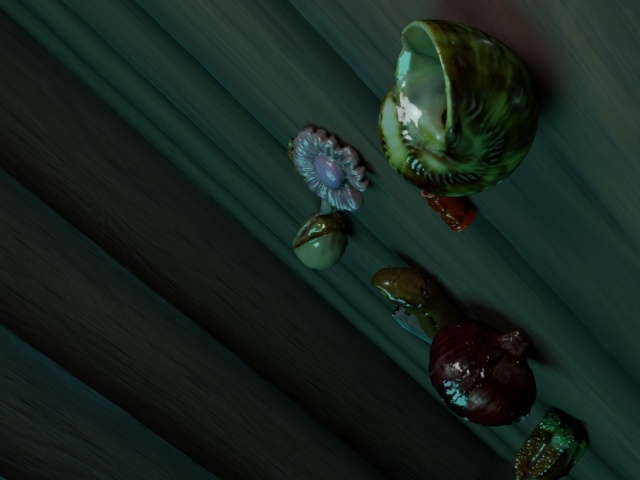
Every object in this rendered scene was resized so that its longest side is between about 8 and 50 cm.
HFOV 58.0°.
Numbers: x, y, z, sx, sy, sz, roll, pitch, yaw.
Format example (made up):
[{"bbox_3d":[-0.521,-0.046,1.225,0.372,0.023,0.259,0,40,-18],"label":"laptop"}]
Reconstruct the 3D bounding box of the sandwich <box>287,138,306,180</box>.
[{"bbox_3d":[-0.033,-0.159,1.217,0.067,0.029,0.135,41,172,26],"label":"sandwich"}]

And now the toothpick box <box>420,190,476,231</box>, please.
[{"bbox_3d":[0.190,-0.053,0.850,0.083,0.047,0.047,44,168,-23],"label":"toothpick box"}]

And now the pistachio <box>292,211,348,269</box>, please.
[{"bbox_3d":[0.000,0.000,1.453,0.144,0.144,0.215,37,159,12],"label":"pistachio"}]

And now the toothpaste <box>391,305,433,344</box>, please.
[{"bbox_3d":[0.331,0.261,1.587,0.313,0.071,0.089,26,165,49],"label":"toothpaste"}]

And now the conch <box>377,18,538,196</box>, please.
[{"bbox_3d":[0.129,-0.132,0.567,0.181,0.124,0.187,39,150,58],"label":"conch"}]

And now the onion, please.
[{"bbox_3d":[0.353,0.269,1.227,0.252,0.219,0.252,26,-144,-21],"label":"onion"}]

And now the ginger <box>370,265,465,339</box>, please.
[{"bbox_3d":[0.253,0.161,1.358,0.309,0.107,0.133,40,156,-24],"label":"ginger"}]

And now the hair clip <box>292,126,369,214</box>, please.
[{"bbox_3d":[0.018,-0.111,1.130,0.173,0.069,0.300,38,169,11],"label":"hair clip"}]

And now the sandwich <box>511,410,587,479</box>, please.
[{"bbox_3d":[0.625,0.578,1.583,0.292,0.212,0.109,32,-166,-49],"label":"sandwich"}]
